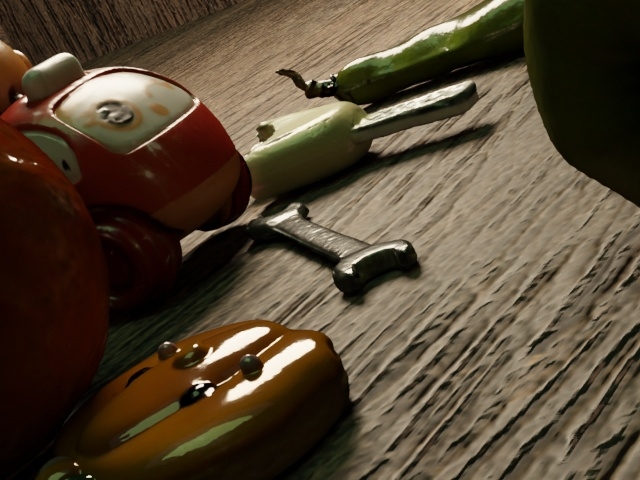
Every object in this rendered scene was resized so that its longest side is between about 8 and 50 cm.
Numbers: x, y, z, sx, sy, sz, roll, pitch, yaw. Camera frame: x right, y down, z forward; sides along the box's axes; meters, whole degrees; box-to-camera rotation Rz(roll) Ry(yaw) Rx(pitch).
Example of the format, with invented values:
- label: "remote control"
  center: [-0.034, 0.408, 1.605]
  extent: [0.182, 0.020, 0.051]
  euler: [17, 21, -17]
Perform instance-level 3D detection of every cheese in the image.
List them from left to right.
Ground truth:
- label: "cheese"
  center: [0.024, -0.088, 1.077]
  extent: [0.235, 0.050, 0.127]
  euler: [-15, 16, 29]

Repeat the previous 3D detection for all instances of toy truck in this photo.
- label: "toy truck"
  center: [-0.206, -0.067, 1.000]
  extent: [0.264, 0.239, 0.189]
  euler: [-16, 18, 29]

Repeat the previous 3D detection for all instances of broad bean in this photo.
- label: "broad bean"
  center: [0.120, -0.183, 1.236]
  extent: [0.325, 0.067, 0.075]
  euler: [-21, -15, 23]

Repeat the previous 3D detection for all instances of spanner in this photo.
- label: "spanner"
  center: [0.000, 0.000, 0.881]
  extent: [0.054, 0.015, 0.254]
  euler: [-29, 16, -13]

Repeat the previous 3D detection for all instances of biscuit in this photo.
- label: "biscuit"
  center: [-0.073, 0.085, 0.642]
  extent: [0.170, 0.050, 0.170]
  euler: [-24, 14, 6]

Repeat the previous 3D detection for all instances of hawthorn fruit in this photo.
- label: "hawthorn fruit"
  center: [-0.219, 0.041, 0.730]
  extent: [0.224, 0.224, 0.261]
  euler: [-25, -18, -2]

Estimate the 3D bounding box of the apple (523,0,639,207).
- label: "apple"
  center: [0.223, -0.131, 0.572]
  extent: [0.279, 0.279, 0.279]
  euler: [-23, 15, 7]
